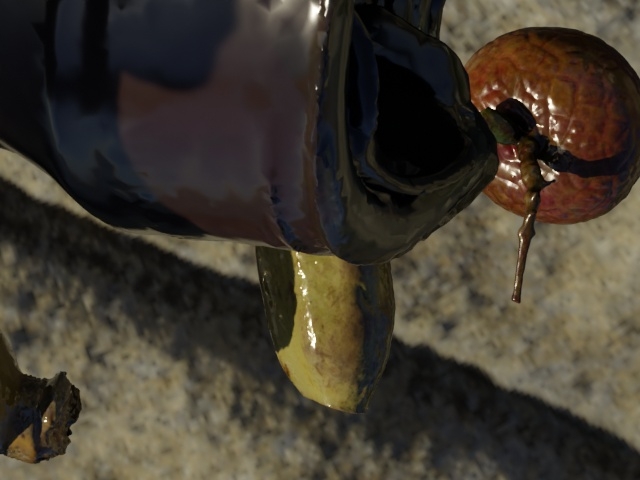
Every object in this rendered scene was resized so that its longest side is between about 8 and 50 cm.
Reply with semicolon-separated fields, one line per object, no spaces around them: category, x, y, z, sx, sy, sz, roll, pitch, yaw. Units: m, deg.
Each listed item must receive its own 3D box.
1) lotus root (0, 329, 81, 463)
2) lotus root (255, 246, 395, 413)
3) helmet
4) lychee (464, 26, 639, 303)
lotus root;-0.318;0.093;1.179;0.303;0.146;0.131;7;142;0
lotus root;0.000;0.000;1.285;0.097;0.110;0.258;-12;98;-37
helmet;-0.039;-0.138;0.586;0.177;0.305;0.225;-4;160;21
lychee;0.121;-0.053;0.885;0.101;0.140;0.114;-21;101;7
